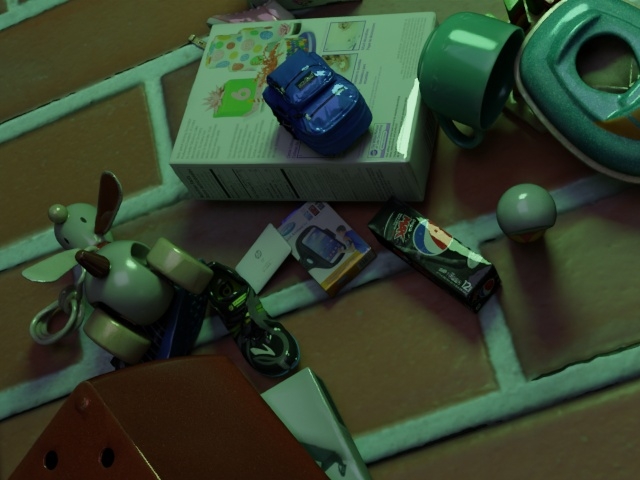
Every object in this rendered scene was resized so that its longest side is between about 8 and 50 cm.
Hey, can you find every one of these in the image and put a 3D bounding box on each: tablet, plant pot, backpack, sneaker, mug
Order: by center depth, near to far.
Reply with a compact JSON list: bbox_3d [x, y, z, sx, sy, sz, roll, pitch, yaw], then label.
[{"bbox_3d":[-0.185,0.286,1.176,0.267,0.236,0.267,-52,54,10],"label":"plant pot"},{"bbox_3d":[-0.006,-0.165,1.302,0.098,0.101,0.120,-44,57,0],"label":"backpack"},{"bbox_3d":[0.171,-0.197,1.303,0.097,0.129,0.158,24,98,20],"label":"mug"},{"bbox_3d":[-0.096,0.099,1.360,0.067,0.078,0.188,-40,62,-1],"label":"sneaker"},{"bbox_3d":[-0.217,0.126,1.393,0.090,0.081,0.232,10,71,19],"label":"sneaker"},{"bbox_3d":[-0.076,0.024,1.412,0.083,0.006,0.054,-51,58,18],"label":"tablet"},{"bbox_3d":[-0.096,-0.318,1.565,0.134,0.051,0.070,19,77,21],"label":"sneaker"}]

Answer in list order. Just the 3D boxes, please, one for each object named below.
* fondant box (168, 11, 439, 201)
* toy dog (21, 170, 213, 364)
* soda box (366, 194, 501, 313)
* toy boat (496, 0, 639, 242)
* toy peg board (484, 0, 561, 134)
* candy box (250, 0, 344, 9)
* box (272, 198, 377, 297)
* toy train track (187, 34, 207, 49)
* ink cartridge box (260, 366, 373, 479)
[{"bbox_3d":[-0.011,-0.176,1.430,0.330,0.096,0.238,2,61,21],"label":"fondant box"},{"bbox_3d":[-0.291,0.021,1.368,0.334,0.161,0.220,5,62,44],"label":"toy dog"},{"bbox_3d":[0.139,0.015,1.319,0.169,0.060,0.053,37,83,30],"label":"soda box"},{"bbox_3d":[0.316,-0.124,1.246,0.267,0.148,0.318,38,90,11],"label":"toy boat"},{"bbox_3d":[0.274,-0.250,1.376,0.161,0.079,0.160,-46,59,-3],"label":"toy peg board"},{"bbox_3d":[-0.045,-0.408,1.500,0.165,0.196,0.070,-4,65,19],"label":"candy box"},{"bbox_3d":[0.000,0.000,1.398,0.081,0.028,0.136,-43,61,-2],"label":"box"},{"bbox_3d":[-0.167,-0.289,1.600,0.083,0.014,0.048,32,81,30],"label":"toy train track"},{"bbox_3d":[-0.051,0.323,1.255,0.239,0.060,0.275,-31,60,4],"label":"ink cartridge box"}]
